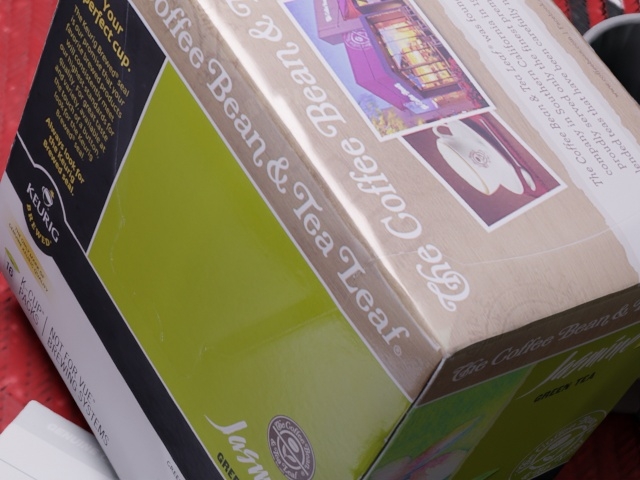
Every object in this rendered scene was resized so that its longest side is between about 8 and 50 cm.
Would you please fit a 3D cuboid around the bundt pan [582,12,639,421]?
[{"bbox_3d":[0.268,0.005,1.154,0.331,0.124,0.331,4,57,-7],"label":"bundt pan"}]

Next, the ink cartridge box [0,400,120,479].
[{"bbox_3d":[-0.125,0.240,0.985,0.275,0.060,0.239,29,39,10],"label":"ink cartridge box"}]

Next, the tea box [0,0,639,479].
[{"bbox_3d":[0.000,0.000,0.976,0.220,0.323,0.329,-17,62,-34],"label":"tea box"}]
